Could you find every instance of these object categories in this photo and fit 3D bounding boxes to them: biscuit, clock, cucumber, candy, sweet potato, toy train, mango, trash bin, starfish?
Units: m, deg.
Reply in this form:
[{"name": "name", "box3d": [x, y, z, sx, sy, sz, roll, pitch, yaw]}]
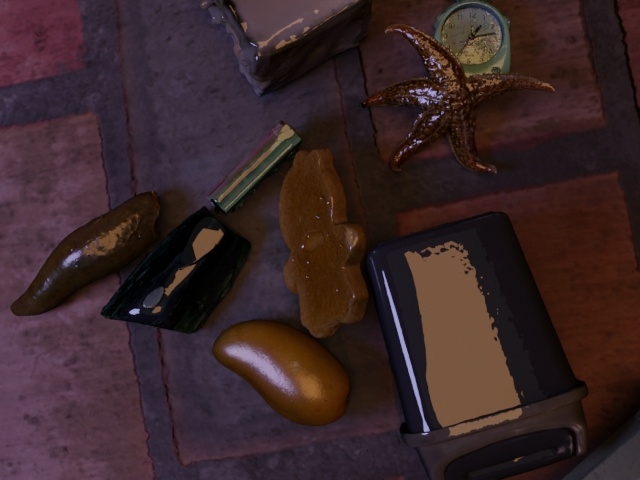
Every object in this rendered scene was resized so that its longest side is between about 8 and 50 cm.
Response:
[{"name": "biscuit", "box3d": [0.000, 0.000, 0.843, 0.036, 0.166, 0.225, -3, 69, -33]}, {"name": "clock", "box3d": [0.194, -0.262, 0.889, 0.101, 0.041, 0.135, 6, 86, 5]}, {"name": "cucumber", "box3d": [-0.181, 0.051, 0.876, 0.115, 0.086, 0.193, 39, 84, 6]}, {"name": "candy", "box3d": [-0.049, -0.305, 0.857, 0.195, 0.137, 0.185, -32, 86, -1]}, {"name": "sweet potato", "box3d": [-0.299, 0.026, 0.884, 0.244, 0.077, 0.077, -37, 85, -1]}, {"name": "toy train", "box3d": [-0.083, -0.088, 0.879, 0.148, 0.071, 0.038, -45, 86, 0]}, {"name": "mango", "box3d": [-0.045, 0.158, 0.859, 0.184, 0.085, 0.102, 30, 93, 15]}, {"name": "trash bin", "box3d": [0.172, 0.128, 0.802, 0.209, 0.182, 0.290, -17, 81, 3]}, {"name": "starfish", "box3d": [0.162, -0.174, 0.853, 0.238, 0.057, 0.213, -11, 114, 22]}]

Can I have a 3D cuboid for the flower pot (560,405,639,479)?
[{"name": "flower pot", "box3d": [0.375, 0.294, 0.786, 0.202, 0.212, 0.212, -41, 85, 15]}]
